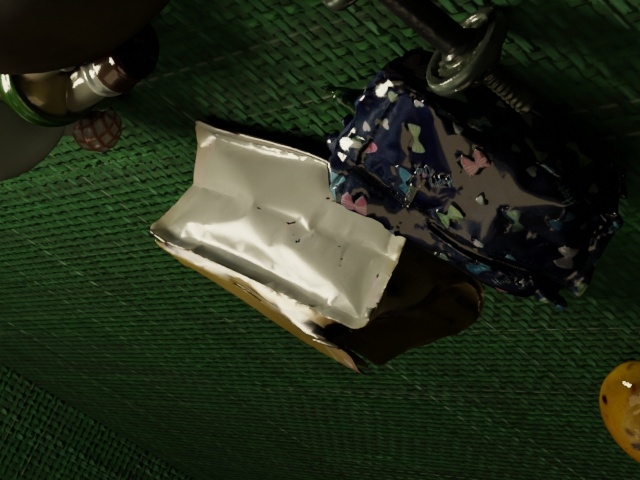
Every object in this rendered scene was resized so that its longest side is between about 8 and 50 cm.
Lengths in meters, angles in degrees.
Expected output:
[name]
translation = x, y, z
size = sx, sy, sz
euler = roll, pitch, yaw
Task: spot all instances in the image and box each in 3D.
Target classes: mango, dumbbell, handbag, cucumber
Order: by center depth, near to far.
[dumbbell]
translation = 0.071, -0.177, 1.036
size = 0.254, 0.081, 0.082
euler = 36, 156, -23
[handbag]
translation = 0.134, -0.051, 1.187
size = 0.260, 0.113, 0.162
euler = 28, 128, -4
[cucumber]
translation = 0.071, -0.108, 1.254
size = 0.155, 0.037, 0.037
euler = 29, 158, -15
[mango]
translation = 0.384, 0.204, 1.574
size = 0.178, 0.090, 0.115
euler = 40, 144, -27

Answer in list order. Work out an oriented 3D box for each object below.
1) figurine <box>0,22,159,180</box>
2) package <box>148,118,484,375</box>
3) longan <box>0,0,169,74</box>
[figurine]
translation = -0.311, -0.157, 1.381
size = 0.281, 0.167, 0.370
euler = 34, 148, -34
[package]
translation = -0.020, 0.024, 1.414
size = 0.311, 0.165, 0.221
euler = 22, 160, 37
[longan]
translation = -0.211, -0.255, 0.904
size = 0.297, 0.297, 0.297
euler = 21, 158, 9
